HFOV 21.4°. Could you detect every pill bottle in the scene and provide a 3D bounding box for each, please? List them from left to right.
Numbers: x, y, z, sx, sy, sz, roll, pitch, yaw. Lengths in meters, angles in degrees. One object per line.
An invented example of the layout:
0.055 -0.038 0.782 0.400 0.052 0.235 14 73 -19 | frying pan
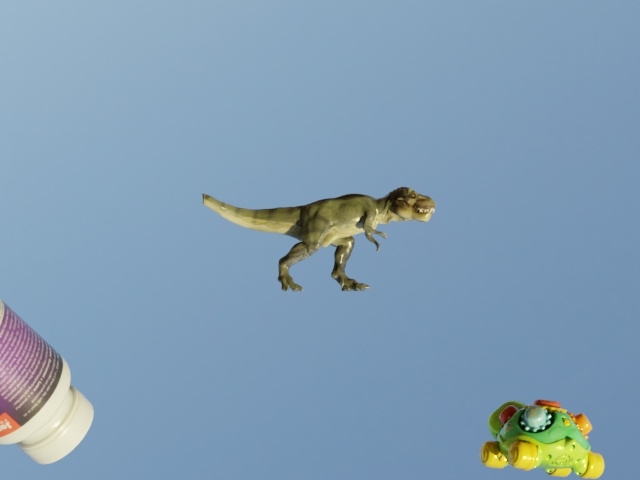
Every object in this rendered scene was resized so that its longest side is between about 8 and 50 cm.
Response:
-0.310 0.128 1.625 0.108 0.193 0.108 -29 -147 21 | pill bottle

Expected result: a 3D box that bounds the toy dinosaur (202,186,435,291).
0.000 0.000 1.943 0.268 0.118 0.064 -2 176 5 | toy dinosaur

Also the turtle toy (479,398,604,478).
0.194 0.178 1.534 0.130 0.095 0.066 -10 -109 64 | turtle toy
